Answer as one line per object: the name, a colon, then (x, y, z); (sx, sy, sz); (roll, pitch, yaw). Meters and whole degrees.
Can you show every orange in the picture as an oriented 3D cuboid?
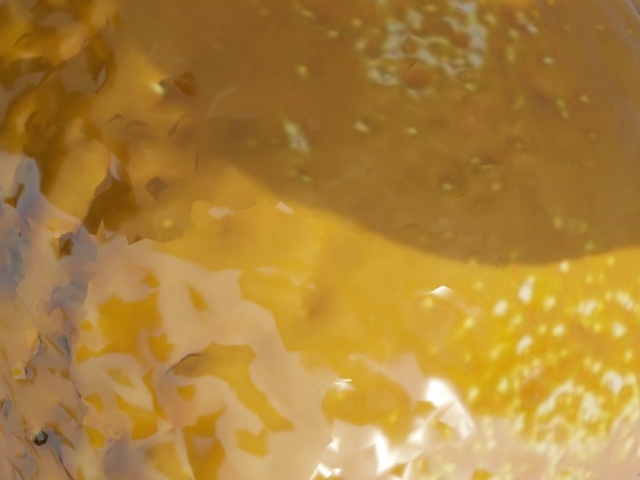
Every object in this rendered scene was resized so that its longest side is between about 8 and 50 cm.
orange: (0.000, 0.000, 0.611); (0.293, 0.340, 0.340); (-13, -154, -11)
